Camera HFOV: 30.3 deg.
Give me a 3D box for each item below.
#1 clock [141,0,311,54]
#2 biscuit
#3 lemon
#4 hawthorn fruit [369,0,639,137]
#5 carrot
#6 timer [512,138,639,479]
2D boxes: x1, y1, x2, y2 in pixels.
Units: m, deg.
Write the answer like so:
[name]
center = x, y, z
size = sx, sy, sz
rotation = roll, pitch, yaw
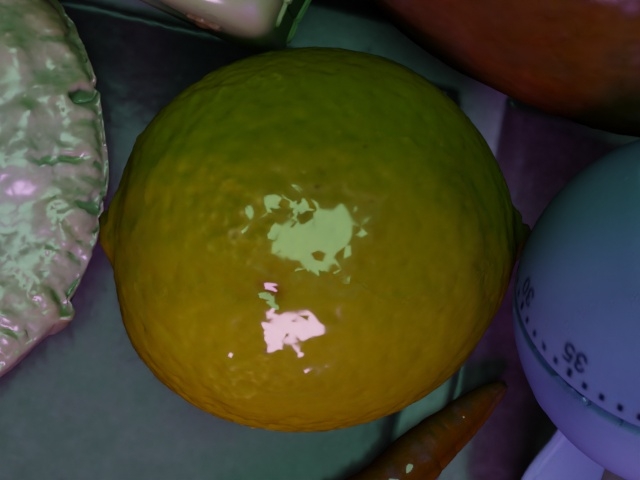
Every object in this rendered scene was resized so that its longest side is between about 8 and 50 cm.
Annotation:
[clock]
center = -0.111, -0.165, 0.553
size = 0.232, 0.170, 0.069
rotation = 27, 96, -1
[biscuit]
center = -0.206, -0.071, 0.576
size = 0.179, 0.084, 0.281
rotation = -37, 89, -9
[lemon]
center = 0.000, 0.000, 0.548
size = 0.203, 0.178, 0.178
rotation = 0, 84, -8
[hawthorn fruit]
center = 0.121, -0.188, 0.542
size = 0.301, 0.268, 0.267
rotation = 13, 83, 2
[carrot]
center = 0.016, 0.139, 0.607
size = 0.216, 0.048, 0.048
rotation = -35, 89, -14
[timer]
center = 0.160, 0.052, 0.555
size = 0.175, 0.255, 0.175
rotation = 1, 65, -3
